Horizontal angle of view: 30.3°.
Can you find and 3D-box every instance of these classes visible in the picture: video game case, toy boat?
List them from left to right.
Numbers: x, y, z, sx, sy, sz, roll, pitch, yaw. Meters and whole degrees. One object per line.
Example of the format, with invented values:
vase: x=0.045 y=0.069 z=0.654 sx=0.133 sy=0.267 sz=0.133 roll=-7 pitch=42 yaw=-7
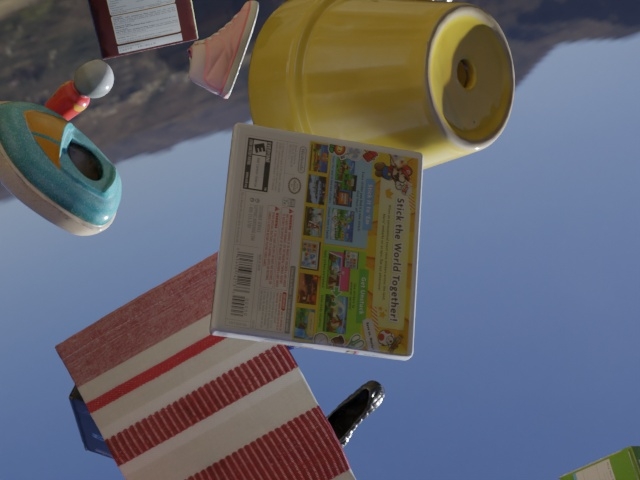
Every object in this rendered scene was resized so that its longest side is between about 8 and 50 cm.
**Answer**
toy boat: x=-0.418 y=-0.174 z=1.936 sx=0.148 sy=0.267 sz=0.318 roll=-34 pitch=-147 yaw=26
video game case: x=0.000 y=0.000 z=1.217 sx=0.206 sy=0.227 sz=0.026 roll=8 pitch=159 yaw=-10

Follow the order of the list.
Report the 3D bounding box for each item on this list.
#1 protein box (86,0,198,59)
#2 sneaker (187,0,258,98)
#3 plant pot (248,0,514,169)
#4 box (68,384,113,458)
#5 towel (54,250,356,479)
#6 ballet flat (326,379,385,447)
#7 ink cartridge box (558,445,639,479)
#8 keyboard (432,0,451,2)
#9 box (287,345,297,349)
protein box: x=-0.262 y=-0.390 z=1.589 sx=0.135 sy=0.201 sz=0.200 roll=-14 pitch=-137 yaw=-8
sneaker: x=-0.125 y=-0.250 z=1.482 sx=0.070 sy=0.134 sz=0.051 roll=20 pitch=166 yaw=-4
plant pot: x=0.085 y=-0.179 z=1.378 sx=0.239 sy=0.254 sz=0.254 roll=-1 pitch=-159 yaw=45
box: x=-0.242 y=0.316 z=1.890 sx=0.293 sy=0.295 sz=0.073 roll=105 pitch=6 yaw=-63
towel: x=-0.127 y=0.204 z=1.361 sx=0.237 sy=0.329 sz=0.037 roll=-29 pitch=173 yaw=-2
ballet flat: x=0.035 y=0.283 z=1.878 sx=0.173 sy=0.057 sz=0.049 roll=-50 pitch=148 yaw=18
ink cartridge box: x=0.415 y=0.394 z=1.748 sx=0.188 sy=0.097 sz=0.255 roll=11 pitch=145 yaw=-45
keyboard: x=0.158 y=-0.442 z=1.942 sx=0.201 sy=0.033 sz=0.317 roll=-49 pitch=157 yaw=13
box: x=-0.020 y=0.086 z=1.761 sx=0.136 sy=0.225 sz=0.037 roll=-14 pitch=-124 yaw=11
